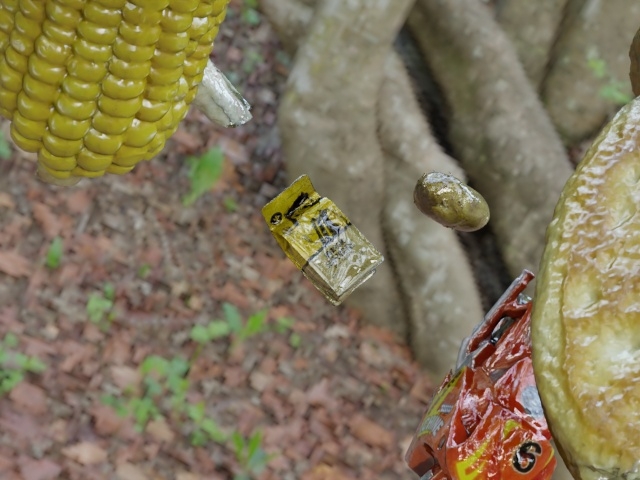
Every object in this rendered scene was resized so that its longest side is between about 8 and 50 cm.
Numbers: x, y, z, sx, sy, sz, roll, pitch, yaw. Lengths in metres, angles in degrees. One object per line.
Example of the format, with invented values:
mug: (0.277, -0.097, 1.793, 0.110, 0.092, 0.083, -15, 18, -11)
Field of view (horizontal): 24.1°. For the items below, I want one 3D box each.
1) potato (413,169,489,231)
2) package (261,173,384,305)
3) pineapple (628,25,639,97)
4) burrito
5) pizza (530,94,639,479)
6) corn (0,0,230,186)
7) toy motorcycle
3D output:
potato: (0.110, -0.031, 1.259, 0.051, 0.040, 0.083, 26, -3, 44)
package: (0.000, 0.000, 1.601, 0.131, 0.071, 0.047, 46, -17, 4)
pineapple: (0.395, -0.152, 1.325, 0.248, 0.128, 0.128, -1, 36, -31)
burrito: (-0.108, -0.143, 1.408, 0.149, 0.041, 0.055, 44, 36, -51)
pizza: (0.226, 0.036, 1.053, 0.268, 0.258, 0.087, 48, -5, 45)
corn: (-0.091, -0.160, 0.743, 0.119, 0.322, 0.119, 17, 29, -10)
toy motorcycle: (0.141, 0.143, 1.220, 0.089, 0.171, 0.298, 37, 49, -8)
